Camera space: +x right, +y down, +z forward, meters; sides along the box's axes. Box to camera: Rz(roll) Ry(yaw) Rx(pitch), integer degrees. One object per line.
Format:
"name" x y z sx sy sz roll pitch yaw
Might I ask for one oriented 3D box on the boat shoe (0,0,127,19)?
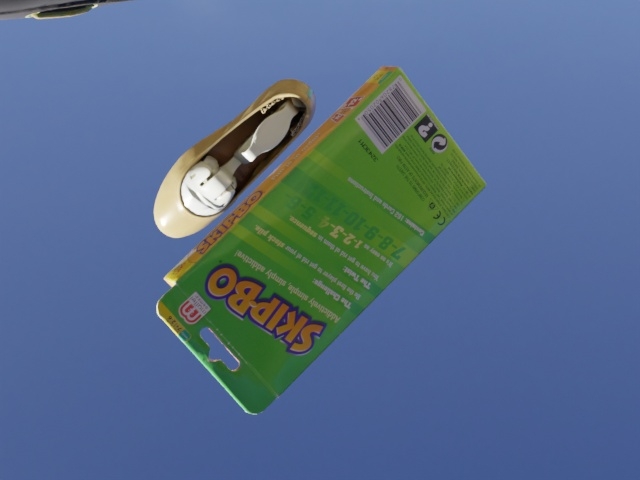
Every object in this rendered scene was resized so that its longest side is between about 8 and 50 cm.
"boat shoe" -0.137 -0.162 0.750 0.227 0.081 0.068 -13 -179 -37

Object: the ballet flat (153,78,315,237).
"ballet flat" -0.098 -0.090 1.531 0.232 0.080 0.073 -46 -165 5

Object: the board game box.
"board game box" 0.000 0.000 1.048 0.259 0.124 0.039 -46 -157 -15
